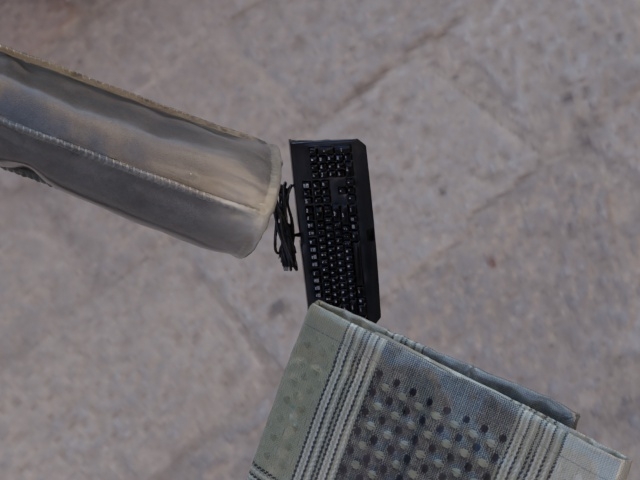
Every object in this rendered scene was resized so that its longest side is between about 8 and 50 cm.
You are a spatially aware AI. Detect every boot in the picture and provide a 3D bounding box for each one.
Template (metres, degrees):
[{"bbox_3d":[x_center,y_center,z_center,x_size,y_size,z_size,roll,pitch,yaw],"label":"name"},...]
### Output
[{"bbox_3d":[-0.128,-0.061,0.664,0.208,0.076,0.190,11,18,-14],"label":"boot"}]

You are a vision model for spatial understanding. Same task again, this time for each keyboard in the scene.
[{"bbox_3d":[0.000,0.000,1.308,0.100,0.192,0.038,-1,24,12],"label":"keyboard"}]

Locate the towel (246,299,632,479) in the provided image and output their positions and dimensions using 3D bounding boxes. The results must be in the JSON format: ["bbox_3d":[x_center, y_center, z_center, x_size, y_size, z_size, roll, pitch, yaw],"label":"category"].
[{"bbox_3d":[0.069,0.244,1.108,0.312,0.056,0.324,26,103,34],"label":"towel"}]
